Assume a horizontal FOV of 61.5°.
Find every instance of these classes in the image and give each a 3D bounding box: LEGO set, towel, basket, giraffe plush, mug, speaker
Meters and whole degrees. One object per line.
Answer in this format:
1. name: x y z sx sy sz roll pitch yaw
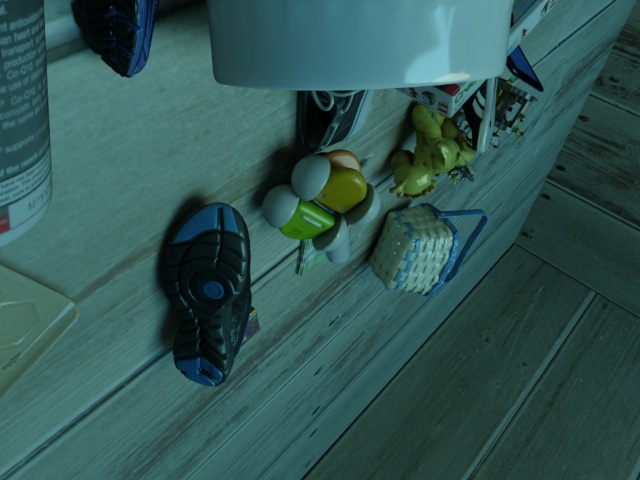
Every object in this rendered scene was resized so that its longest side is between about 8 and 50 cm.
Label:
1. LEGO set: 0.409 -0.266 1.335 0.331 0.192 0.255 -59 156 10
2. towel: 0.000 0.000 1.145 0.113 0.023 0.152 -33 149 -37
3. basket: 0.294 0.020 1.452 0.289 0.201 0.254 4 126 -26
4. giraffe plush: 0.229 -0.172 1.188 0.181 0.210 0.170 23 130 -35
5. mug: 0.063 -0.326 0.496 0.374 0.276 0.328 -24 120 -43
6. speaker: 0.034 -0.004 1.110 0.055 0.055 0.136 -46 157 -19

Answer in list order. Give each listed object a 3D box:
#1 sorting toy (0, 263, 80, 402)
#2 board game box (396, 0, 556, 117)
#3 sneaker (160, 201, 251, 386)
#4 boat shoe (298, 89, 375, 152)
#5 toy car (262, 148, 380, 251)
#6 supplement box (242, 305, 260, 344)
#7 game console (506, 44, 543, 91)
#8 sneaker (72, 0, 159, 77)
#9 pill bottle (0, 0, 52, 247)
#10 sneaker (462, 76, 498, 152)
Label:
1. sorting toy: -0.388 0.105 0.565 0.193 0.038 0.208 -50 151 -11
2. board game box: 0.223 -0.353 0.881 0.305 0.193 0.053 -47 156 -17
3. sneaker: -0.170 0.072 0.858 0.139 0.125 0.340 -67 173 -55
4. boat shoe: 0.015 -0.238 0.759 0.105 0.113 0.306 -37 167 -22
5. toy car: -0.002 -0.080 0.906 0.159 0.136 0.182 26 128 -33
6. supplement box: -0.154 0.160 1.048 0.055 0.043 0.083 -41 152 -28
7. game console: 0.434 -0.477 1.129 0.293 0.173 0.250 -12 133 -57
8. sneaker: -0.153 -0.249 0.473 0.087 0.083 0.221 -30 149 -53
9. pill bottle: -0.255 -0.139 0.326 0.161 0.161 0.283 -27 144 -46
10. sneaker: 0.322 -0.305 1.189 0.079 0.121 0.216 -4 101 -64
